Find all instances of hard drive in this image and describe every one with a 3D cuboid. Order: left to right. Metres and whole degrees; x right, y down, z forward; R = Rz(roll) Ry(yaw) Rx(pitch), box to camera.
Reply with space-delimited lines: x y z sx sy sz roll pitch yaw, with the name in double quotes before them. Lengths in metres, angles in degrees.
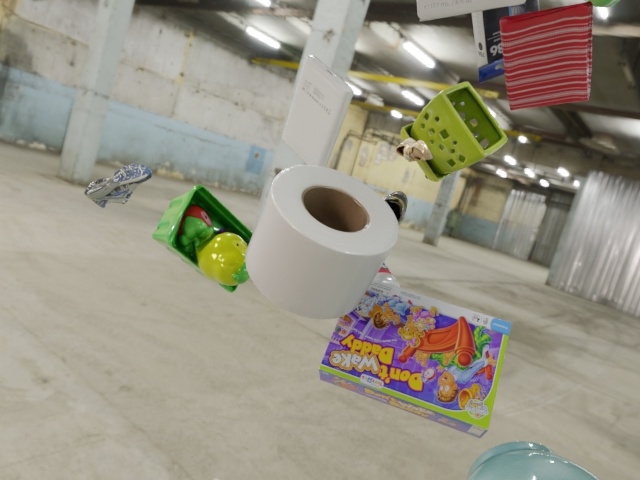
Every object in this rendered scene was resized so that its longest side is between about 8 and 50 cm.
"hard drive" -0.018 -0.448 1.939 0.047 0.353 0.233 -22 58 -38

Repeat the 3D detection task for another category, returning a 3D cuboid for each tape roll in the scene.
"tape roll" 0.000 0.000 0.990 0.245 0.169 0.246 16 37 -12

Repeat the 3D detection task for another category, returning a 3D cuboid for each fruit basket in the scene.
"fruit basket" -0.354 0.017 1.866 0.391 0.283 0.392 18 -24 9

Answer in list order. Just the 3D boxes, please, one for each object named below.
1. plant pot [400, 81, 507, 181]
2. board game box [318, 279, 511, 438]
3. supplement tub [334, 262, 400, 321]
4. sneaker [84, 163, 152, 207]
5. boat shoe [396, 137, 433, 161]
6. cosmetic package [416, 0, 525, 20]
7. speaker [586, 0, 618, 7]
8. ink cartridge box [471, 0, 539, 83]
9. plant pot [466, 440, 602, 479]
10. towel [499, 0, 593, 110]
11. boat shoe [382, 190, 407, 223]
"plant pot" 0.391 -0.315 1.620 0.228 0.207 0.227 -32 87 -50
"board game box" 0.199 0.235 1.133 0.346 0.234 0.078 17 -29 13
"supplement tub" 0.072 0.081 1.444 0.191 0.191 0.272 11 35 -41
"sneaker" -0.390 -0.105 1.060 0.135 0.058 0.052 -21 45 3
"boat shoe" 0.260 -0.245 1.502 0.063 0.059 0.170 58 -2 -19
"cosmetic package" 0.281 -0.649 1.028 0.217 0.385 0.156 -4 29 16
"speaker" 0.803 -0.811 1.631 0.296 0.131 0.131 7 10 -32
"ink cartridge box" 0.478 -0.582 1.385 0.165 0.333 0.065 -23 34 -6
"plant pot" 0.329 0.443 0.828 0.292 0.293 0.196 16 20 -3
"towel" 0.548 -0.435 1.300 0.198 0.031 0.275 -2 -38 24
"boat shoe" 0.179 -0.070 1.368 0.081 0.068 0.228 44 42 -2
